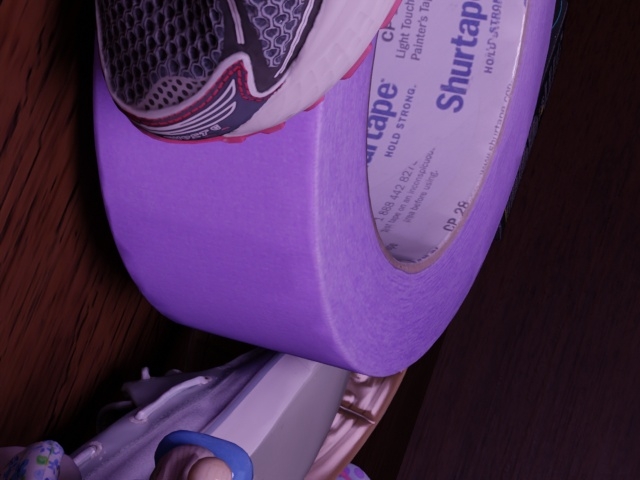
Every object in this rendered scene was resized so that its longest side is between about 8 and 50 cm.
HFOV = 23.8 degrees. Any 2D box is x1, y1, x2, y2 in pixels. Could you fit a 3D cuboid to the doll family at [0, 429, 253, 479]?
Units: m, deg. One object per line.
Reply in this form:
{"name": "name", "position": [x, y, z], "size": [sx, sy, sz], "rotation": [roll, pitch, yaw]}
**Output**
{"name": "doll family", "position": [-0.120, 0.161, 0.454], "size": [0.163, 0.118, 0.263], "rotation": [-83, -161, -75]}

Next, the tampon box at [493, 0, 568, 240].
{"name": "tampon box", "position": [0.098, -0.099, 1.101], "size": [0.101, 0.120, 0.161], "rotation": [60, 48, -76]}

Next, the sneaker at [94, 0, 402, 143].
{"name": "sneaker", "position": [-0.038, -0.141, 0.371], "size": [0.112, 0.121, 0.299], "rotation": [-30, 148, -30]}

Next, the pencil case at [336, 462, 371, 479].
{"name": "pencil case", "position": [-0.037, 0.270, 1.040], "size": [0.273, 0.113, 0.124], "rotation": [-60, 173, -51]}

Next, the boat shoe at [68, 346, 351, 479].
{"name": "boat shoe", "position": [-0.061, 0.088, 0.641], "size": [0.227, 0.081, 0.079], "rotation": [-40, 148, -52]}

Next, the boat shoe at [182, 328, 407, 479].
{"name": "boat shoe", "position": [0.000, 0.000, 0.795], "size": [0.098, 0.109, 0.302], "rotation": [135, -28, -74]}

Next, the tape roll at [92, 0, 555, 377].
{"name": "tape roll", "position": [0.018, -0.087, 0.618], "size": [0.275, 0.090, 0.275], "rotation": [13, 90, -68]}
